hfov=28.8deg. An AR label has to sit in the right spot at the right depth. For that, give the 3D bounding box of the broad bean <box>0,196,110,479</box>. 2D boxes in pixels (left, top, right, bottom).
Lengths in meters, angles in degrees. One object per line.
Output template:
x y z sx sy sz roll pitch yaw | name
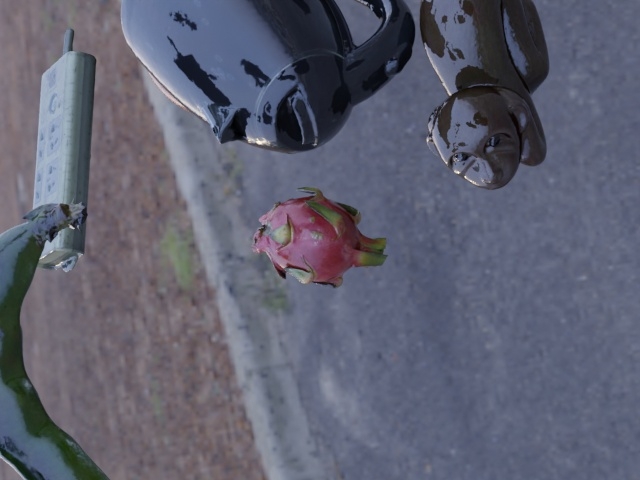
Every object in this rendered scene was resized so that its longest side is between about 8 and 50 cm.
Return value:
-0.252 0.112 1.098 0.049 0.144 0.292 -11 -84 -67 | broad bean

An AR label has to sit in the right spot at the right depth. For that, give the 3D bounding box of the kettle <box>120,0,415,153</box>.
-0.043 -0.222 1.368 0.290 0.268 0.207 47 163 42 | kettle

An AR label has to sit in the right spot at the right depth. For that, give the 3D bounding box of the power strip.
-0.271 -0.100 1.315 0.092 0.034 0.268 -21 64 55 | power strip

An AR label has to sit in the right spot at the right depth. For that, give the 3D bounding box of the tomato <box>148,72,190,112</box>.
-0.143 -0.306 1.826 0.224 0.256 0.255 33 131 31 | tomato

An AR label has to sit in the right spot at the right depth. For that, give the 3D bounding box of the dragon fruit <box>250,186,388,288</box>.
0.001 0.002 1.120 0.086 0.116 0.081 -66 10 -15 | dragon fruit

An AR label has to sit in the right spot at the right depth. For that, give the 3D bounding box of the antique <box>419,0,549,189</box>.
0.170 -0.177 1.338 0.121 0.143 0.256 -7 74 34 | antique
